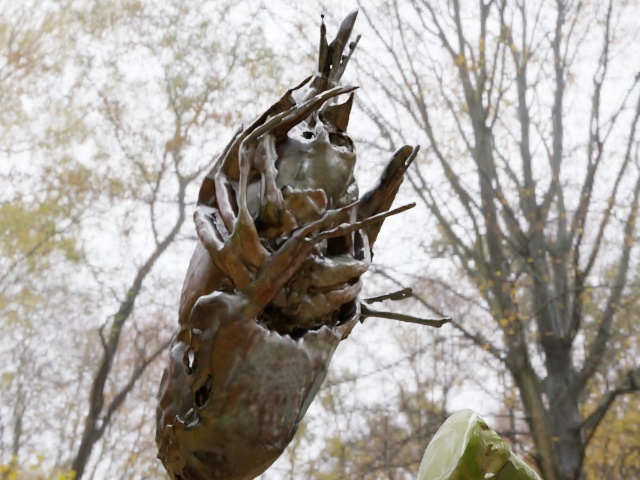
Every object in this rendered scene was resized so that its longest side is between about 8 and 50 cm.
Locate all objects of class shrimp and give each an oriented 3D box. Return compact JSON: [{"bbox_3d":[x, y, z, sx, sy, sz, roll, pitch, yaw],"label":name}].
[{"bbox_3d":[-0.001,0.002,0.618,0.172,0.372,0.137,31,-14,-25],"label":"shrimp"}]

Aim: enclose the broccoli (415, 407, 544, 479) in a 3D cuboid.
[{"bbox_3d":[0.234,0.255,0.717,0.361,0.252,0.221,59,-13,-9],"label":"broccoli"}]
